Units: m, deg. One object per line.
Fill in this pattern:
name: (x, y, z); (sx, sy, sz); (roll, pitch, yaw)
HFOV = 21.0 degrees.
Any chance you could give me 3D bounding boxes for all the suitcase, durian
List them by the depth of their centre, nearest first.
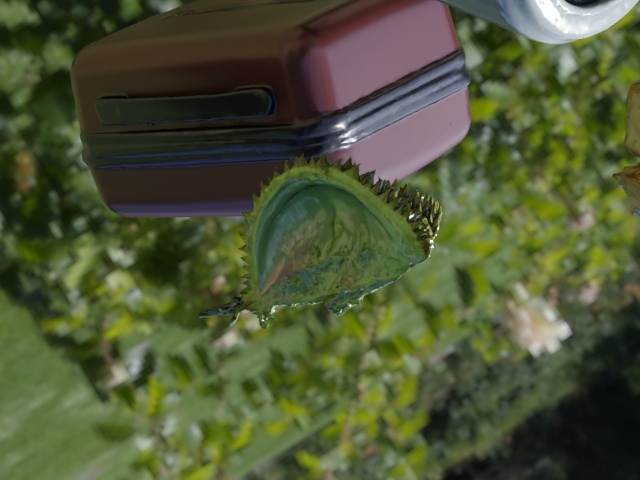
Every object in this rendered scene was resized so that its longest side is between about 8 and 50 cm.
durian: (0.000, 0.000, 1.125); (0.215, 0.086, 0.100); (-19, -133, 46)
suitcase: (-0.044, -0.121, 1.456); (0.297, 0.161, 0.236); (1, -158, 39)

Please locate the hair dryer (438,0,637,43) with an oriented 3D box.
hair dryer: (-0.003, -0.082, 0.313); (0.137, 0.082, 0.047); (20, 98, -45)

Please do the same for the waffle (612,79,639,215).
waffle: (0.404, -0.061, 1.059); (0.376, 0.114, 0.261); (-17, -150, -13)
